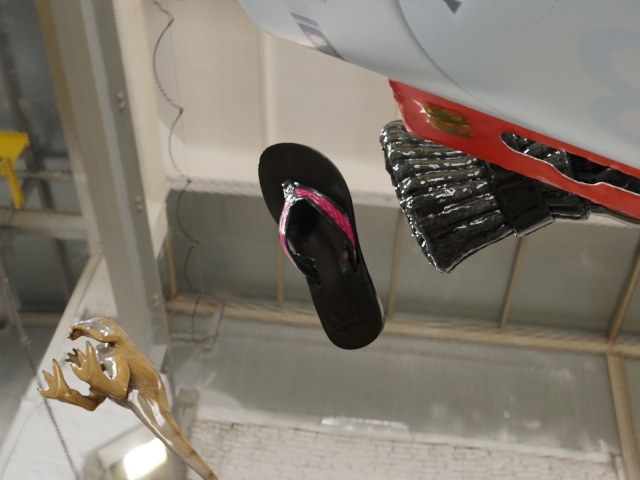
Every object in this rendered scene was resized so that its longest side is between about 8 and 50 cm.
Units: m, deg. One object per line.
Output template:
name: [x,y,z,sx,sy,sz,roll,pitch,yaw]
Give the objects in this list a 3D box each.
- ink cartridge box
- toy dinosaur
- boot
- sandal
ink cartridge box: [0.118,-0.078,0.506,0.308,0.091,0.385,25,-13,26]
toy dinosaur: [-0.136,0.110,0.662,0.112,0.211,0.064,14,-63,-49]
boot: [0.209,-0.042,0.768,0.260,0.348,0.131,-17,-65,-5]
sandal: [0.000,0.000,0.705,0.067,0.040,0.179,-26,-100,18]
